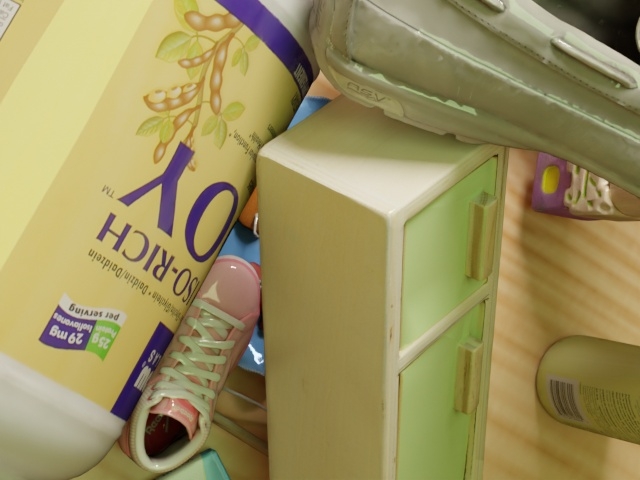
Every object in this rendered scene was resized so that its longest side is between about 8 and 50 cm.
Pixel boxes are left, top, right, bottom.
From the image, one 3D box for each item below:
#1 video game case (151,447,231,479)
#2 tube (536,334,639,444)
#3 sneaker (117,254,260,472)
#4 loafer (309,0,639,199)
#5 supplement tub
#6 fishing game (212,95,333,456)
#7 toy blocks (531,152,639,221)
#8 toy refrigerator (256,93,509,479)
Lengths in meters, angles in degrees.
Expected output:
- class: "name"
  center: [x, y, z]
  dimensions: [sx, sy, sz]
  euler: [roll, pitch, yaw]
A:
- class: "video game case"
  center: [-0.110, 0.215, 0.918]
  dimensions: [0.166, 0.015, 0.119]
  euler: [-28, 98, -17]
- class: "tube"
  center: [0.208, 0.096, 0.907]
  dimensions: [0.070, 0.240, 0.062]
  euler: [3, 91, -18]
- class: "sneaker"
  center: [-0.071, 0.074, 0.883]
  dimensions: [0.051, 0.070, 0.134]
  euler: [30, 91, -14]
- class: "loafer"
  center: [0.155, -0.087, 0.740]
  dimensions: [0.319, 0.112, 0.111]
  euler: [15, 127, -10]
- class: "supplement tub"
  center: [-0.169, -0.027, 0.783]
  dimensions: [0.241, 0.241, 0.331]
  euler: [31, 80, -16]
- class: "fishing game"
  center: [0.000, 0.000, 0.945]
  dimensions: [0.189, 0.041, 0.264]
  euler: [39, 78, -17]
- class: "toy blocks"
  center: [0.204, -0.137, 0.879]
  dimensions: [0.309, 0.260, 0.289]
  euler: [4, 89, -26]
- class: "toy refrigerator"
  center: [0.036, 0.056, 0.841]
  dimensions: [0.102, 0.094, 0.269]
  euler: [-36, 139, -37]
